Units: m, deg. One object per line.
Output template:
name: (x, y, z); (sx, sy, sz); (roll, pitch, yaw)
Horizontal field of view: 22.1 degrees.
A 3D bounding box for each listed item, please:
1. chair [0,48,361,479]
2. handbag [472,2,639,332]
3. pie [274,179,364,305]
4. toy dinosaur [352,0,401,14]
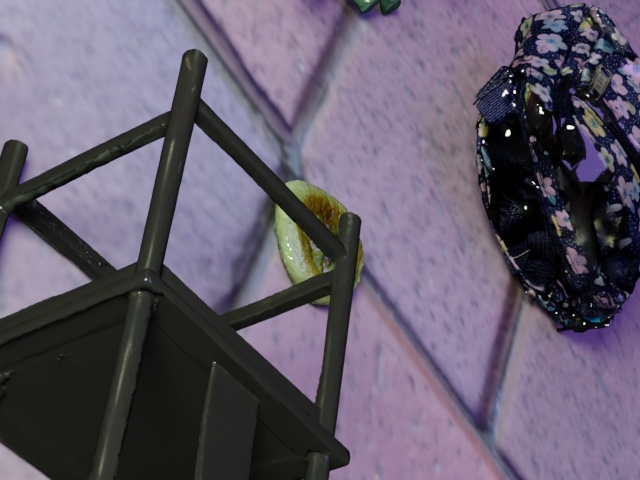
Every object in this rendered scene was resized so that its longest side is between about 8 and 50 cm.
chair: (-0.076, 0.068, 0.717); (0.154, 0.141, 0.260); (45, 36, -34)
handbag: (0.195, -0.057, 1.239); (0.228, 0.127, 0.208); (65, 29, -23)
pie: (0.001, 0.002, 0.995); (0.084, 0.021, 0.084); (34, 45, -43)
toy dinosaur: (0.038, -0.205, 1.128); (0.120, 0.079, 0.292); (52, 32, -17)
